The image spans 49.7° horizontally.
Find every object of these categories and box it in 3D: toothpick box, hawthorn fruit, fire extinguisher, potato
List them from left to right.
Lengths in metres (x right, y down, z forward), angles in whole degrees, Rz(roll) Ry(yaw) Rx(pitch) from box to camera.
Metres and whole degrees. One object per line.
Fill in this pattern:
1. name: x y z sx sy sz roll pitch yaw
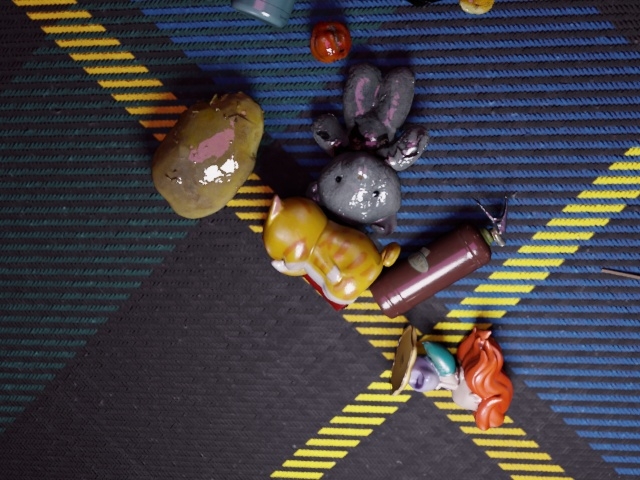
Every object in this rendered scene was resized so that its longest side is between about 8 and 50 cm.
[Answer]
1. potato: -0.234 -0.182 1.450 0.192 0.141 0.296 38 101 -5
2. toothpick box: -0.093 -0.527 1.367 0.120 0.120 0.184 23 101 2
3. hawthorn fruit: 0.019 -0.407 1.400 0.093 0.093 0.093 1 102 7
4. fire extinguisher: 0.259 0.025 1.454 0.344 0.102 0.138 -33 95 12

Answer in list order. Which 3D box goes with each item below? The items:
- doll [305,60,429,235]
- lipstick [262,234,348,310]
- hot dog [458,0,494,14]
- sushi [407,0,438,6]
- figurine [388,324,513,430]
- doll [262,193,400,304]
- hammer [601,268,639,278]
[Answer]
1. doll: 0.088 -0.192 1.398 0.246 0.158 0.340 17 105 12
2. lipstick: -0.019 0.048 1.505 0.241 0.080 0.080 43 104 -4
3. hot dog: 0.312 -0.588 1.333 0.083 0.068 0.288 1 101 -1
4. sushi: 0.194 -0.588 1.251 0.212 0.215 0.227 3 85 45
5. figurine: 0.295 0.281 1.475 0.257 0.181 0.208 16 75 -4
6. doll: 0.000 0.020 1.388 0.270 0.167 0.162 28 81 -5
7. hammer: 0.651 0.074 1.462 0.110 0.019 0.035 11 103 7
